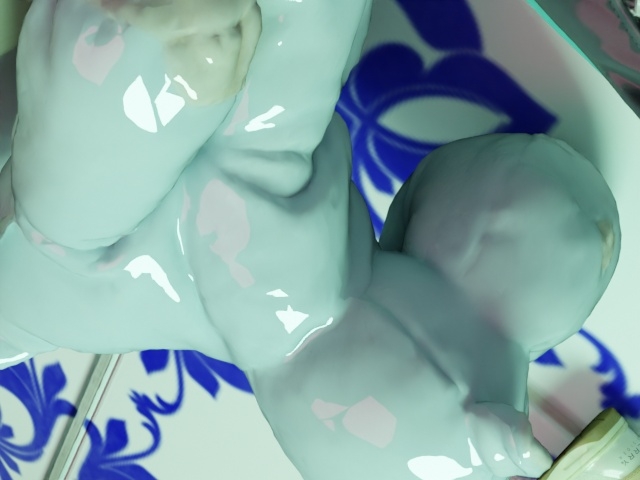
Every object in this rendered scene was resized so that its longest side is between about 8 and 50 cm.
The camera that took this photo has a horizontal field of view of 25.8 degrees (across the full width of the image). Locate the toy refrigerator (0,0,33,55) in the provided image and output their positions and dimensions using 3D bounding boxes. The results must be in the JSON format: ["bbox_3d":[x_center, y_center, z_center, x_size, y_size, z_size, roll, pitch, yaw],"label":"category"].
[{"bbox_3d":[-0.134,-0.139,0.526,0.102,0.269,0.094,38,139,12],"label":"toy refrigerator"}]

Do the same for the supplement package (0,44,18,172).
[{"bbox_3d":[-0.225,-0.137,0.675,0.293,0.177,0.175,36,138,12],"label":"supplement package"}]

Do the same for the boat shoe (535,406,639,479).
[{"bbox_3d":[0.121,0.137,0.693,0.045,0.050,0.135,43,139,13],"label":"boat shoe"}]

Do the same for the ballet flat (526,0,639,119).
[{"bbox_3d":[0.146,-0.059,0.505,0.203,0.074,0.074,50,139,1],"label":"ballet flat"}]

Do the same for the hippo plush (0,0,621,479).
[{"bbox_3d":[0.000,0.000,0.536,0.237,0.294,0.234,36,160,1],"label":"hippo plush"}]
